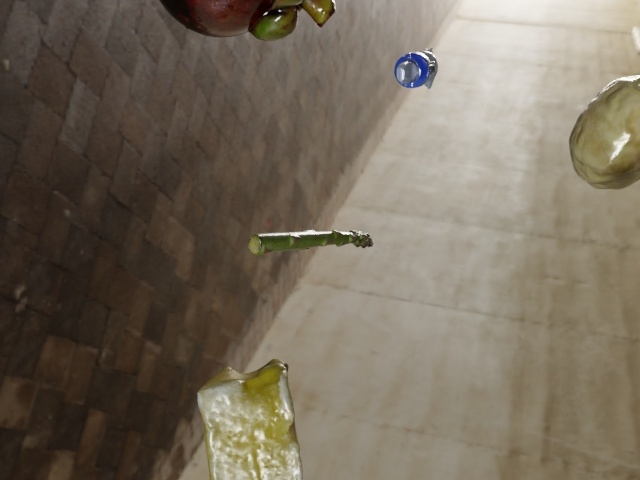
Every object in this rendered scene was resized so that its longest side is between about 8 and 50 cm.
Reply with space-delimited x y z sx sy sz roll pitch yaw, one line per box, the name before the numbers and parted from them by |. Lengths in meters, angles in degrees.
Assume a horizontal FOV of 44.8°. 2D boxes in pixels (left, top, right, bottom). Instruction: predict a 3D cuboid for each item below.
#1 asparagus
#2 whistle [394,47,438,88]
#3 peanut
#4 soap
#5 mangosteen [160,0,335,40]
asparagus | 0.000 0.000 0.852 0.248 0.025 0.024 -3 91 -59
whistle | 0.077 -0.135 0.620 0.083 0.029 0.033 -33 119 -60
peanut | 0.365 -0.128 0.938 0.140 0.109 0.159 -46 165 15
soap | -0.067 0.230 0.830 0.315 0.091 0.199 120 -39 -83
mangosteen | -0.072 -0.274 0.756 0.200 0.200 0.199 9 90 -77
